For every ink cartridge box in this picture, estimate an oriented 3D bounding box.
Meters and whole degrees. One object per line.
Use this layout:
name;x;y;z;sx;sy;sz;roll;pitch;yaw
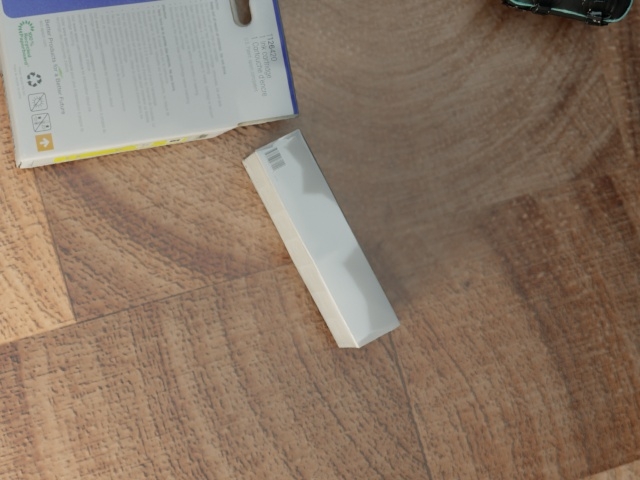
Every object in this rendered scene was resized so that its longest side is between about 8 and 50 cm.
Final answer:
ink cartridge box;-0.203;-0.252;1.689;0.307;0.072;0.303;-10;87;-17

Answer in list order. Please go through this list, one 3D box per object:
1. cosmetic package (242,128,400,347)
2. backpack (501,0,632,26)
cosmetic package;0.000;0.000;1.699;0.060;0.099;0.239;-28;93;-14
backpack;0.280;-0.351;1.745;0.166;0.144;0.188;10;108;-9
